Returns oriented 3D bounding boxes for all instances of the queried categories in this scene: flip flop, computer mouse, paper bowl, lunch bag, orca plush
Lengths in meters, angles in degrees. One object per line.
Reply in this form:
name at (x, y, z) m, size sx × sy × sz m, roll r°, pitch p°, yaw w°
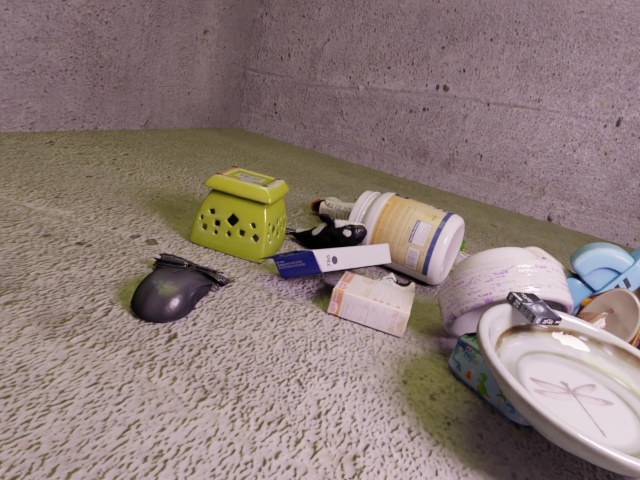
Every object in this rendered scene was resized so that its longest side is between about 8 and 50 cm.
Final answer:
flip flop at (0.560, 0.206, 1.091) m, size 0.080 × 0.277 × 0.112 m, roll 27°, pitch 30°, yaw -56°
computer mouse at (-0.313, 0.086, 1.093) m, size 0.188 × 0.072 × 0.272 m, roll 15°, pitch 18°, yaw 1°
paper bowl at (0.413, 0.118, 1.169) m, size 0.284 × 0.284 × 0.148 m, roll 7°, pitch 60°, yaw -20°
lunch bag at (0.389, 0.272, 1.042) m, size 0.176 × 0.090 × 0.219 m, roll 4°, pitch 22°, yaw -34°
orca plush at (0.000, 0.000, 1.530) m, size 0.287 × 0.151 × 0.102 m, roll 9°, pitch 53°, yaw 28°

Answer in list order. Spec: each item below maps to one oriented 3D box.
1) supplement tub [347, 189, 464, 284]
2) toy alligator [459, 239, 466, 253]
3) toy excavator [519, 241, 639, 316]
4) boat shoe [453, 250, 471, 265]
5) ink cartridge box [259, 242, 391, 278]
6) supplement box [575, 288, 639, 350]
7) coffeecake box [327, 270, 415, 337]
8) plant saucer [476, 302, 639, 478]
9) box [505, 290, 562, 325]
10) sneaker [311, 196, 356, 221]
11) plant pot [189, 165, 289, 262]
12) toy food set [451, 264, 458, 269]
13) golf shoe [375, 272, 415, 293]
supplement tub at (0.260, -0.017, 1.574) m, size 0.316 × 0.228 × 0.228 m, roll 23°, pitch 20°, yaw 24°
toy alligator at (0.506, 0.032, 1.904) m, size 0.051 × 0.056 × 0.189 m, roll -24°, pitch 3°, yaw 27°
toy excavator at (0.750, 0.108, 1.509) m, size 0.445 × 0.433 × 0.222 m, roll 48°, pitch 23°, yaw 13°
boat shoe at (0.557, 0.084, 1.757) m, size 0.184 × 0.063 × 0.066 m, roll 19°, pitch 19°, yaw 16°
ink cartridge box at (0.019, 0.055, 1.338) m, size 0.332 × 0.065 × 0.165 m, roll -2°, pitch -7°, yaw -42°
supplement box at (0.682, 0.235, 1.199) m, size 0.194 × 0.191 × 0.129 m, roll -4°, pitch 26°, yaw -42°
coffeecake box at (0.126, 0.150, 1.234) m, size 0.185 × 0.068 × 0.142 m, roll 18°, pitch 18°, yaw 11°
plant saucer at (0.443, 0.260, 0.862) m, size 0.400 × 0.101 × 0.400 m, roll 14°, pitch 24°, yaw -7°
box at (0.406, 0.129, 0.968) m, size 0.067 × 0.018 × 0.083 m, roll 7°, pitch 26°, yaw -23°
sneaker at (0.071, -0.094, 1.889) m, size 0.123 × 0.106 × 0.290 m, roll -9°, pitch 19°, yaw -36°
plant pot at (-0.218, -0.087, 1.464) m, size 0.228 × 0.207 × 0.227 m, roll 16°, pitch 19°, yaw 8°
toy food set at (0.380, 0.068, 1.734) m, size 0.132 × 0.039 × 0.192 m, roll -5°, pitch 30°, yaw -28°
golf shoe at (0.164, 0.117, 1.336) m, size 0.176 × 0.086 × 0.069 m, roll 14°, pitch 20°, yaw 4°
